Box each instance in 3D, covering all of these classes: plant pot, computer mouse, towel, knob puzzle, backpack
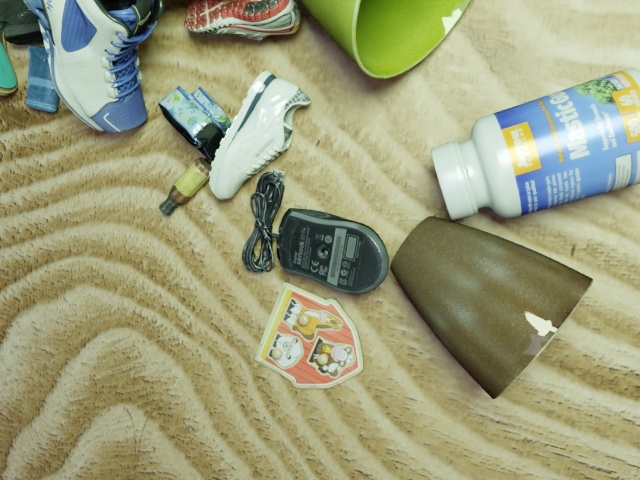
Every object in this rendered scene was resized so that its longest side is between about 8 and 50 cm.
[{"bbox_3d":[0.226,0.072,0.706,0.230,0.215,0.215,39,107,22],"label":"plant pot"},{"bbox_3d":[0.000,0.000,0.816,0.272,0.072,0.188,21,106,24],"label":"computer mouse"},{"bbox_3d":[-0.539,-0.315,0.927,0.067,0.029,0.119,16,103,12],"label":"towel"},{"bbox_3d":[-0.012,0.192,0.866,0.213,0.030,0.213,2,100,15],"label":"knob puzzle"},{"bbox_3d":[0.045,-0.423,0.648,0.293,0.275,0.275,45,108,21],"label":"plant pot"},{"bbox_3d":[-0.211,-0.211,0.818,0.114,0.105,0.084,43,85,6],"label":"backpack"}]

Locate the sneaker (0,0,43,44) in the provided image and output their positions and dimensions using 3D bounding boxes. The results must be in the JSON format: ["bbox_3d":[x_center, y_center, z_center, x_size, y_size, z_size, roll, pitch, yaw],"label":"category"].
[{"bbox_3d":[-0.540,-0.422,0.895,0.170,0.051,0.089,-4,84,4],"label":"sneaker"}]

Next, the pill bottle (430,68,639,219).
[{"bbox_3d":[0.302,-0.119,0.663,0.272,0.152,0.152,-16,95,17],"label":"pill bottle"}]

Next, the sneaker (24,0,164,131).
[{"bbox_3d":[-0.329,-0.307,0.735,0.182,0.127,0.315,14,138,22],"label":"sneaker"}]

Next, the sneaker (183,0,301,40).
[{"bbox_3d":[-0.133,-0.363,0.779,0.225,0.093,0.088,14,84,30],"label":"sneaker"}]

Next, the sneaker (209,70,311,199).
[{"bbox_3d":[-0.108,-0.162,0.808,0.095,0.090,0.235,30,107,-1],"label":"sneaker"}]

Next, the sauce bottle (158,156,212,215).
[{"bbox_3d":[-0.250,-0.097,0.877,0.128,0.042,0.042,-41,87,16],"label":"sauce bottle"}]

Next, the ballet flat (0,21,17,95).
[{"bbox_3d":[-0.660,-0.397,0.925,0.073,0.080,0.232,-6,96,31],"label":"ballet flat"}]
